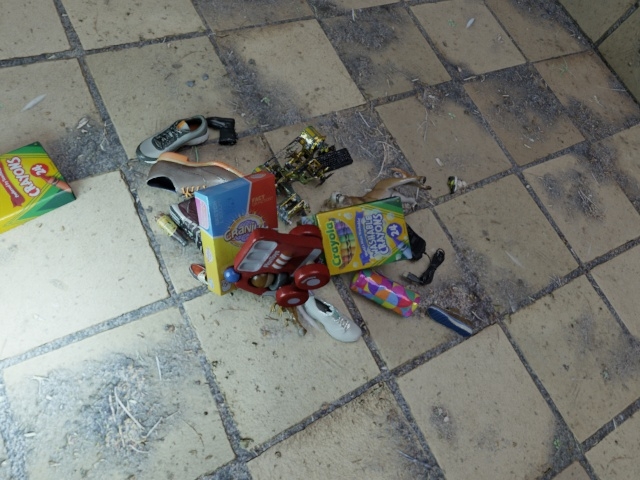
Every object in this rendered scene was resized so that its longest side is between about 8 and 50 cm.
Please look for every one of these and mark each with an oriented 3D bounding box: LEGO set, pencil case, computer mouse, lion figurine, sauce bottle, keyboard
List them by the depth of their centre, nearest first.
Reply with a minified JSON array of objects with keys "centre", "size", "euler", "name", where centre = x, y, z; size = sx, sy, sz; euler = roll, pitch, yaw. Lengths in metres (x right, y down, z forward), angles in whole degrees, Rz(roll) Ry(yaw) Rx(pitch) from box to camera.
[{"centre":[-0.471,-0.032,1.463],"size":[0.128,0.042,0.042],"euler":[42,62,6],"name":"sauce bottle"},{"centre":[0.218,0.171,1.541],"size":[0.237,0.104,0.104],"euler":[29,62,-4],"name":"pencil case"},{"centre":[-0.069,-0.202,1.545],"size":[0.192,0.255,0.331],"euler":[46,66,6],"name":"LEGO set"},{"centre":[0.312,0.047,1.651],"size":[0.262,0.060,0.184],"euler":[35,62,-8],"name":"computer mouse"},{"centre":[0.205,-0.147,1.660],"size":[0.392,0.240,0.142],"euler":[-25,119,-40],"name":"lion figurine"},{"centre":[0.029,-0.314,1.740],"size":[0.192,0.038,0.100],"euler":[-23,74,-25],"name":"keyboard"}]

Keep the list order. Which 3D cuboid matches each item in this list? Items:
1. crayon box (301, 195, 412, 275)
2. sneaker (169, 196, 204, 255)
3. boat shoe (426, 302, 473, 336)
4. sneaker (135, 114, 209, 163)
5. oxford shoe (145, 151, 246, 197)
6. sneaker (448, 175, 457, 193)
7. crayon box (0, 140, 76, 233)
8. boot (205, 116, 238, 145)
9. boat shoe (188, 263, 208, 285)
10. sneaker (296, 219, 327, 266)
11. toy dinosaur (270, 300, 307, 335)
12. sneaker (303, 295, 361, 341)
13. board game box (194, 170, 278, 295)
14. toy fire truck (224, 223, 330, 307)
[{"centre":[0.114,-0.011,1.478],"size":[0.323,0.083,0.202],"euler":[-12,96,1],"name":"crayon box"},{"centre":[-0.339,-0.047,1.476],"size":[0.281,0.106,0.163],"euler":[46,60,8],"name":"sneaker"},{"centre":[0.449,0.263,1.591],"size":[0.183,0.066,0.066],"euler":[34,56,-11],"name":"boat shoe"},{"centre":[-0.505,-0.355,1.564],"size":[0.272,0.108,0.100],"euler":[-35,81,-25],"name":"sneaker"},{"centre":[-0.385,-0.177,1.468],"size":[0.364,0.129,0.132],"euler":[13,54,18],"name":"oxford shoe"},{"centre":[0.531,-0.225,1.853],"size":[0.035,0.031,0.083],"euler":[10,59,3],"name":"sneaker"},{"centre":[-0.934,-0.139,1.356],"size":[0.319,0.081,0.202],"euler":[-34,80,-26],"name":"crayon box"},{"centre":[-0.360,-0.395,1.662],"size":[0.121,0.045,0.099],"euler":[-2,73,-15],"name":"boot"},{"centre":[-0.353,0.115,1.431],"size":[0.137,0.043,0.049],"euler":[39,64,5],"name":"boat shoe"},{"centre":[0.000,0.000,1.573],"size":[0.086,0.064,0.192],"euler":[-30,85,-23],"name":"sneaker"},{"centre":[-0.100,0.206,1.465],"size":[0.112,0.064,0.211],"euler":[1,70,-42],"name":"toy dinosaur"},{"centre":[0.044,0.248,1.457],"size":[0.212,0.094,0.080],"euler":[33,60,0],"name":"sneaker"},{"centre":[-0.236,-0.024,1.365],"size":[0.064,0.316,0.242],"euler":[23,36,39],"name":"board game box"},{"centre":[-0.132,0.070,1.314],"size":[0.254,0.302,0.169],"euler":[9,54,-30],"name":"toy fire truck"}]
